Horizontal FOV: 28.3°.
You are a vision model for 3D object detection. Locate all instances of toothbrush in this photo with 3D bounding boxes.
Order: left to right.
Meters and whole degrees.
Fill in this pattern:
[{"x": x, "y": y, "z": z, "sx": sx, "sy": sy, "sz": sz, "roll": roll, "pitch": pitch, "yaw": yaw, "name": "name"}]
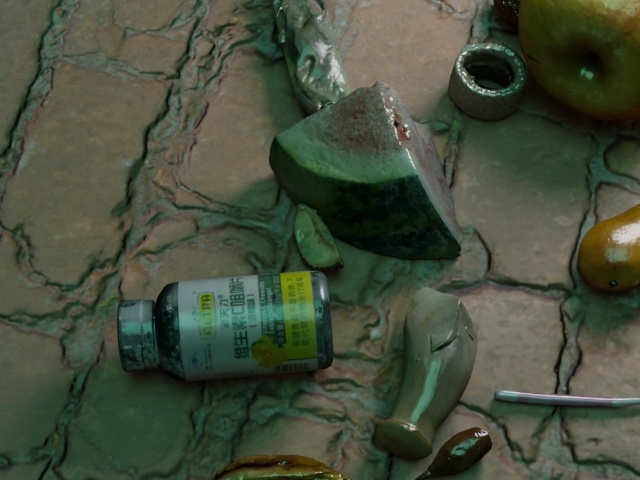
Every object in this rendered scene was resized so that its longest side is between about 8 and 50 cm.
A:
[{"x": 0.387, "y": 0.228, "z": 1.782, "sx": 0.286, "sy": 0.020, "sz": 0.025, "roll": 3, "pitch": 70, "yaw": 2, "name": "toothbrush"}]

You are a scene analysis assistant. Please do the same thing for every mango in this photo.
[{"x": 0.452, "y": 0.012, "z": 1.856, "sx": 0.165, "sy": 0.089, "sz": 0.115, "roll": -23, "pitch": 56, "yaw": -15, "name": "mango"}]

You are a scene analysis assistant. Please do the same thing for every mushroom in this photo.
[{"x": 0.155, "y": 0.183, "z": 1.766, "sx": 0.108, "sy": 0.096, "sz": 0.247, "roll": 25, "pitch": 67, "yaw": -16, "name": "mushroom"}]

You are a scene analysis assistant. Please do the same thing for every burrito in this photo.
[{"x": -0.017, "y": -0.302, "z": 2.025, "sx": 0.096, "sy": 0.066, "sz": 0.309, "roll": -12, "pitch": 67, "yaw": -9, "name": "burrito"}]

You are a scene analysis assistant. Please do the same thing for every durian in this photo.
[{"x": -0.009, "y": 0.003, "z": 1.872, "sx": 0.052, "sy": 0.066, "sz": 0.130, "roll": -28, "pitch": 57, "yaw": -14, "name": "durian"}]

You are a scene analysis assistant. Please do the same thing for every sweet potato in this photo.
[{"x": 0.179, "y": 0.297, "z": 1.735, "sx": 0.117, "sy": 0.049, "sz": 0.049, "roll": -31, "pitch": 67, "yaw": -8, "name": "sweet potato"}]

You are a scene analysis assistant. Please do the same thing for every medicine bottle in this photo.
[{"x": -0.132, "y": 0.122, "z": 1.769, "sx": 0.293, "sy": 0.141, "sz": 0.141, "roll": -5, "pitch": 63, "yaw": -2, "name": "medicine bottle"}]

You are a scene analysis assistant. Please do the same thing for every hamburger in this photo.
[{"x": -0.050, "y": 0.388, "z": 1.627, "sx": 0.244, "sy": 0.163, "sz": 0.244, "roll": 2, "pitch": 68, "yaw": -4, "name": "hamburger"}]

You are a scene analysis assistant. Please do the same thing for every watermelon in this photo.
[{"x": 0.086, "y": -0.103, "z": 1.899, "sx": 0.310, "sy": 0.193, "sz": 0.231, "roll": 27, "pitch": 85, "yaw": 27, "name": "watermelon"}]

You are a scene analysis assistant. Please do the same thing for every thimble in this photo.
[{"x": 0.262, "y": -0.247, "z": 1.984, "sx": 0.115, "sy": 0.090, "sz": 0.102, "roll": 34, "pitch": 72, "yaw": 14, "name": "thimble"}]

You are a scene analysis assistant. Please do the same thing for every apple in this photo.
[{"x": 0.438, "y": -0.324, "z": 1.919, "sx": 0.286, "sy": 0.286, "sz": 0.233, "roll": 26, "pitch": 56, "yaw": 13, "name": "apple"}]

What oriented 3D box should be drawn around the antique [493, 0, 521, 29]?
[{"x": 0.329, "y": -0.392, "z": 2.051, "sx": 0.104, "sy": 0.104, "sz": 0.104, "roll": 0, "pitch": 63, "yaw": 0, "name": "antique"}]
